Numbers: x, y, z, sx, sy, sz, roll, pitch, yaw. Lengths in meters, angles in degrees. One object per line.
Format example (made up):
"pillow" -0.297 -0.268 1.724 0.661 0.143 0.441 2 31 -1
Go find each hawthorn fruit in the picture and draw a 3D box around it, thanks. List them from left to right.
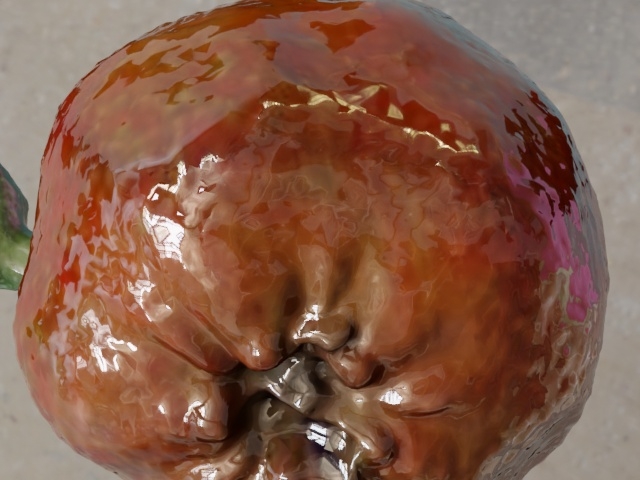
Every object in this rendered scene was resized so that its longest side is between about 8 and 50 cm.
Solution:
"hawthorn fruit" 0.000 0.000 0.580 0.205 0.253 0.205 1 114 2

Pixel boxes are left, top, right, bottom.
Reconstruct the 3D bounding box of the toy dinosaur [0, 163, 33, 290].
"toy dinosaur" -0.208 0.021 1.012 0.301 0.447 0.087 42 61 -29
